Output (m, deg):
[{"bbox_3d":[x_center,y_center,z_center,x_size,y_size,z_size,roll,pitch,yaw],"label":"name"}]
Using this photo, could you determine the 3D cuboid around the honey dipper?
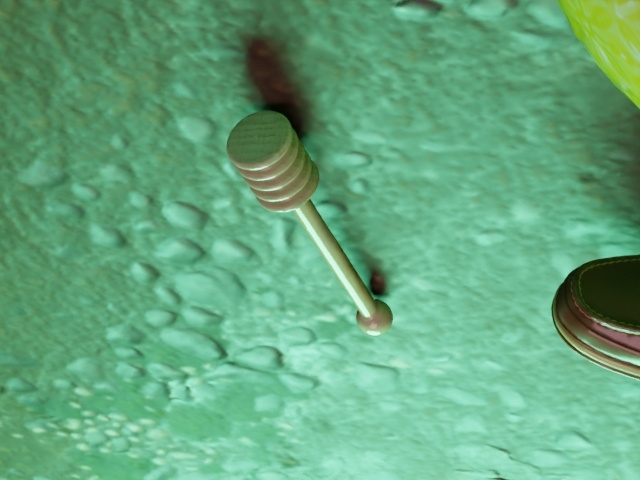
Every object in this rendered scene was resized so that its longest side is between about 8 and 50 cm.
[{"bbox_3d":[0.000,0.000,0.800,0.030,0.030,0.160,-4,145,20],"label":"honey dipper"}]

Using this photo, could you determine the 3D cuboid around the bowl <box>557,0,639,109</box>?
[{"bbox_3d":[0.194,-0.083,0.519,0.290,0.156,0.289,7,146,5],"label":"bowl"}]

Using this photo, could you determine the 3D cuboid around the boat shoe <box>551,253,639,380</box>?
[{"bbox_3d":[0.191,0.026,0.764,0.178,0.064,0.060,6,141,-5],"label":"boat shoe"}]
